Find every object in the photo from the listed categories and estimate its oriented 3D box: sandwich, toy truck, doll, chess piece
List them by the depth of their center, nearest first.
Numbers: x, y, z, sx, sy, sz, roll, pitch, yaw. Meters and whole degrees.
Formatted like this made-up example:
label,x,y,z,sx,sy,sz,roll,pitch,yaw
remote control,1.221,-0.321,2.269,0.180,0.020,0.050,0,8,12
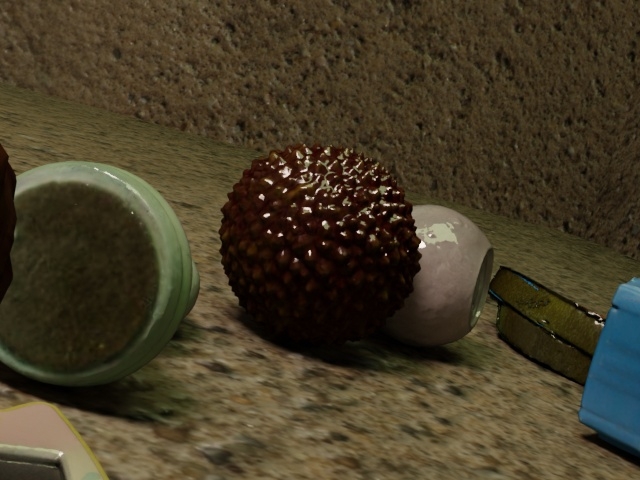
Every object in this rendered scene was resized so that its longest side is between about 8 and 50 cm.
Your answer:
label,x,y,z,sx,sy,sz,roll,pitch,yaw
chess piece,-0.137,0.030,0.725,0.139,0.139,0.271,18,-3,8
toy truck,0.391,0.123,0.968,0.161,0.162,0.385,24,9,37
doll,0.028,0.013,1.042,0.287,0.151,0.151,16,8,19
sandwich,0.274,0.103,1.183,0.159,0.079,0.235,23,6,-45

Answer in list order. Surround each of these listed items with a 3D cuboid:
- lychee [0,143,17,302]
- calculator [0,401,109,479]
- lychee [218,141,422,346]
label,x,y,z,sx,sy,sz,roll,pitch,yaw
lychee,-0.221,-0.007,0.289,0.260,0.261,0.260,17,9,-3
calculator,-0.146,0.118,0.382,0.157,0.033,0.236,14,11,-25
lychee,0.000,0.000,0.886,0.188,0.188,0.188,17,9,-3
